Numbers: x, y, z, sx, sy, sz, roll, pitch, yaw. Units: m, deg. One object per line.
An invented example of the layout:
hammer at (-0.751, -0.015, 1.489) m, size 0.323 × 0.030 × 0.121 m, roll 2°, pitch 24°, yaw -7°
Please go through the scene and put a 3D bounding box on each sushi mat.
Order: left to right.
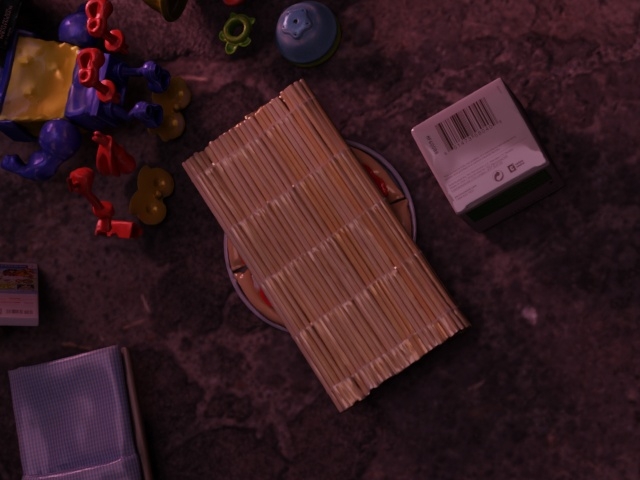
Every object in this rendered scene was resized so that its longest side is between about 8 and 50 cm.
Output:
sushi mat at (0.000, 0.000, 1.659) m, size 0.151 × 0.019 × 0.316 m, roll -37°, pitch 68°, yaw 9°

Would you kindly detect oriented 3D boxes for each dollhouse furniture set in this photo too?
dollhouse furniture set at (-0.312, 0.168, 1.650) m, size 0.303 × 0.198 × 0.286 m, roll -12°, pitch 81°, yaw 15°

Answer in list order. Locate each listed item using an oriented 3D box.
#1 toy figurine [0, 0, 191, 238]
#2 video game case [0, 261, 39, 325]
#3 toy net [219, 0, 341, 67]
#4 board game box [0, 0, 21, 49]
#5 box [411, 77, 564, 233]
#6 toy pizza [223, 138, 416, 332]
toy figurine at (-0.266, -0.191, 1.744) m, size 0.217 × 0.191 × 0.362 m, roll 4°, pitch 78°, yaw 25°
video game case at (-0.329, 0.053, 1.734) m, size 0.087 × 0.122 × 0.011 m, roll 2°, pitch 116°, yaw -11°
toy net at (-0.031, -0.295, 1.760) m, size 0.122 × 0.045 × 0.232 m, roll 4°, pitch 78°, yaw 21°
board game box at (-0.367, -0.261, 1.821) m, size 0.186 × 0.026 × 0.126 m, roll 5°, pitch 78°, yaw 54°
box at (0.159, -0.079, 1.621) m, size 0.101 × 0.087 × 0.102 m, roll -30°, pitch 71°, yaw 10°
toy pizza at (-0.005, -0.007, 1.690) m, size 0.201 × 0.032 × 0.201 m, roll -4°, pitch 77°, yaw 18°
